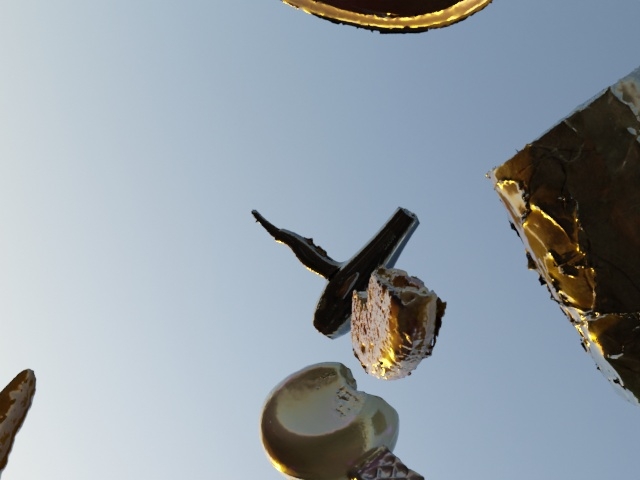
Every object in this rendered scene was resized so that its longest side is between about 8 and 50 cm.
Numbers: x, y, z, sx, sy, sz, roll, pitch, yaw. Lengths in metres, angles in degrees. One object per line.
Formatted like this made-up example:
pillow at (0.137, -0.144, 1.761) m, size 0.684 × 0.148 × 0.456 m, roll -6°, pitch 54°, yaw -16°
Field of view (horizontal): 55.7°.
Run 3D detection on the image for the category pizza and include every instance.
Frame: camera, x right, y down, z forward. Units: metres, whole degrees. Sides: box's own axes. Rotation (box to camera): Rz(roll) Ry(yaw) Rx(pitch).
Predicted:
pizza at (0.113, 0.129, 0.926) m, size 0.305 × 0.085 × 0.162 m, roll 115°, pitch -34°, yaw -65°

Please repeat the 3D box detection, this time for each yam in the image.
yam at (0.352, 0.000, 0.639) m, size 0.241 × 0.240 × 0.348 m, roll -40°, pitch -102°, yaw 43°

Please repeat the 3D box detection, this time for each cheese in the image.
cheese at (0.035, 0.239, 0.710) m, size 0.286 × 0.163 × 0.082 m, roll 20°, pitch -45°, yaw 55°

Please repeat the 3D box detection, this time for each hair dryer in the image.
hair dryer at (0.000, 0.000, 1.259) m, size 0.359 × 0.120 × 0.304 m, roll 35°, pitch -84°, yaw 20°

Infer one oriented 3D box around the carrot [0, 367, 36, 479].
carrot at (-0.244, 0.218, 0.330) m, size 0.069 × 0.069 × 0.336 m, roll -39°, pitch -150°, yaw 43°

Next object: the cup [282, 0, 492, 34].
cup at (0.043, -0.276, 0.277) m, size 0.203 × 0.203 × 0.289 m, roll 14°, pitch -100°, yaw 48°
